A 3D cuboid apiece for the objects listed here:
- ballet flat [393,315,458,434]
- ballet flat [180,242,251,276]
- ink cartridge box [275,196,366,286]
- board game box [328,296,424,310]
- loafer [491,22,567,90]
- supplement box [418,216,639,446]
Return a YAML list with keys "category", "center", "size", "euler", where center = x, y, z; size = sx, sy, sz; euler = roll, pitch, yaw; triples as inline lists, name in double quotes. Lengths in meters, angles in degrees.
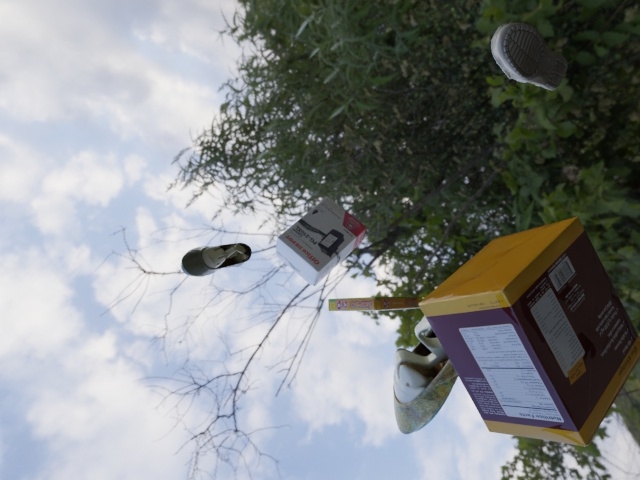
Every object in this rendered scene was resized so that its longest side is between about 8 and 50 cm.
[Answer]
- category: "ballet flat"
  center: [0.199, 0.200, 0.821]
  size: [0.123, 0.348, 0.123]
  euler: [26, -156, -13]
- category: "ballet flat"
  center: [-0.237, 0.035, 1.094]
  size: [0.072, 0.068, 0.213]
  euler: [63, -155, 8]
- category: "ink cartridge box"
  center: [0.000, 0.000, 1.467]
  size: [0.172, 0.100, 0.237]
  euler: [39, -120, 16]
- category: "board game box"
  center: [0.143, 0.151, 1.117]
  size: [0.260, 0.124, 0.039]
  euler: [5, -100, -53]
- category: "loafer"
  center: [0.452, -0.403, 1.043]
  size: [0.269, 0.101, 0.092]
  euler: [10, -165, -41]
- category: "supplement box"
  center: [0.267, 0.107, 0.583]
  size: [0.191, 0.129, 0.194]
  euler: [-31, -86, -33]
